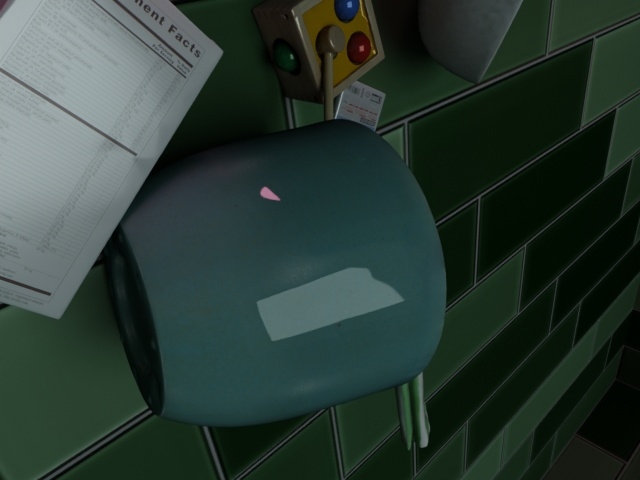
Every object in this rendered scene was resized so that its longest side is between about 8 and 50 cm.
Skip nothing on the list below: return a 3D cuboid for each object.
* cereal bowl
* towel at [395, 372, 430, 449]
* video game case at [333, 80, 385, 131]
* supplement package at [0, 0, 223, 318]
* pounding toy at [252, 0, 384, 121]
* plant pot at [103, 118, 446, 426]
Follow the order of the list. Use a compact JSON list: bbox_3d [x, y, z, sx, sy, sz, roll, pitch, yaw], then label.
[{"bbox_3d":[0.209,-0.379,0.618,0.339,0.141,0.339,24,90,-83],"label":"cereal bowl"},{"bbox_3d":[0.106,0.074,0.692,0.325,0.038,0.248,-87,167,-54],"label":"towel"},{"bbox_3d":[0.044,-0.155,0.703,0.087,0.011,0.122,5,104,-47],"label":"video game case"},{"bbox_3d":[-0.213,-0.091,0.384,0.139,0.134,0.244,36,82,-46],"label":"supplement package"},{"bbox_3d":[0.004,-0.214,0.569,0.141,0.100,0.130,-43,133,-22],"label":"pounding toy"},{"bbox_3d":[-0.069,0.040,0.493,0.235,0.293,0.293,-13,118,-30],"label":"plant pot"}]
